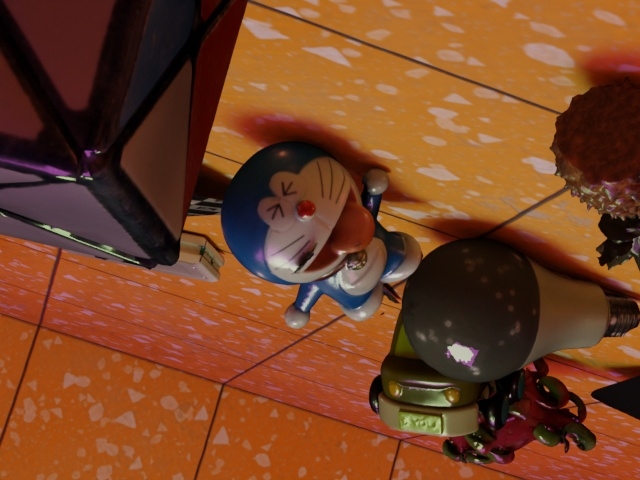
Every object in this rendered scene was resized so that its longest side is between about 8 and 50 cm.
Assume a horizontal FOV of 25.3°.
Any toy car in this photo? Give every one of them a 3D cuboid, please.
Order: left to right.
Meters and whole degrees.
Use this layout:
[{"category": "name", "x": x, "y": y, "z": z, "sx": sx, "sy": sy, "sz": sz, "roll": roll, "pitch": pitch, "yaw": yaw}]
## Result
[{"category": "toy car", "x": 0.181, "y": 0.152, "z": 2.048, "sx": 0.204, "sy": 0.198, "sz": 0.248, "roll": 5, "pitch": -160, "yaw": 22}]

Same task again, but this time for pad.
[{"category": "pad", "x": 0.517, "y": 0.264, "z": 2.339, "sx": 0.250, "sy": 0.055, "sz": 0.323, "roll": 26, "pitch": 163, "yaw": -33}]

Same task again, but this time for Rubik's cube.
[{"category": "Rubik's cube", "x": -0.232, "y": -0.176, "z": 1.022, "sx": 0.310, "sy": 0.305, "sz": 0.307, "roll": 12, "pitch": 168, "yaw": 5}]

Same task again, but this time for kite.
[{"category": "kite", "x": 0.055, "y": 0.063, "z": 2.182, "sx": 0.190, "sy": 0.010, "sz": 0.159, "roll": 24, "pitch": 166, "yaw": -21}]

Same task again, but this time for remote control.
[{"category": "remote control", "x": -0.297, "y": 0.004, "z": 2.258, "sx": 0.277, "sy": 0.055, "sz": 0.103, "roll": 11, "pitch": 165, "yaw": 17}]

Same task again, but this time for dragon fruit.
[{"category": "dragon fruit", "x": 0.294, "y": 0.258, "z": 2.301, "sx": 0.272, "sy": 0.198, "sz": 0.218, "roll": -13, "pitch": -161, "yaw": 22}]

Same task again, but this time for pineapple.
[{"category": "pineapple", "x": 0.288, "y": -0.050, "z": 1.303, "sx": 0.119, "sy": 0.130, "sz": 0.277, "roll": -19, "pitch": 153, "yaw": 13}]

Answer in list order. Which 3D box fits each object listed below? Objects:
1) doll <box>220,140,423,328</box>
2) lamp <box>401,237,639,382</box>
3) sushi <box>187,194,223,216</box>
[{"category": "doll", "x": 0.000, "y": 0.000, "z": 1.640, "sx": 0.257, "sy": 0.215, "sz": 0.161, "roll": 32, "pitch": -175, "yaw": -38}, {"category": "lamp", "x": 0.244, "y": 0.088, "z": 1.808, "sx": 0.314, "sy": 0.182, "sz": 0.182, "roll": 2, "pitch": 177, "yaw": -38}, {"category": "sushi", "x": -0.241, "y": -0.075, "z": 1.910, "sx": 0.264, "sy": 0.050, "sz": 0.290, "roll": 10, "pitch": 171, "yaw": -44}]
